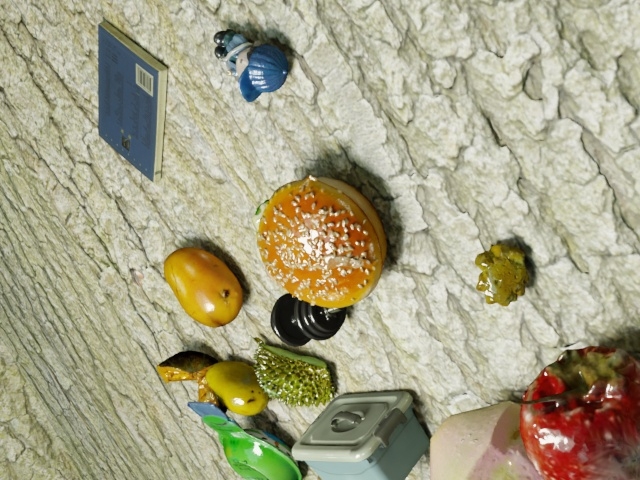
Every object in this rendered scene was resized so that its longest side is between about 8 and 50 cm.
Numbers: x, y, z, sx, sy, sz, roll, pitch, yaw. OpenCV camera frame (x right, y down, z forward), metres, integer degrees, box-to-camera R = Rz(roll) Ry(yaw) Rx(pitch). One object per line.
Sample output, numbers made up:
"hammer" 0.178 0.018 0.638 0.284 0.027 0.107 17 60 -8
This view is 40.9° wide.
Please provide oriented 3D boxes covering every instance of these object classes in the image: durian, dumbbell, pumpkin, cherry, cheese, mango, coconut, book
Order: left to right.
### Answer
"book" -0.372 -0.267 1.679 0.191 0.025 0.269 39 139 25
"mango" -0.242 0.087 1.704 0.219 0.112 0.145 32 138 37
"pumpkin" -0.260 0.309 1.882 0.183 0.107 0.119 48 150 -2
"mango" -0.174 0.301 1.781 0.161 0.103 0.076 26 141 35
"cheese" -0.154 0.434 1.811 0.203 0.083 0.320 -8 131 45
"durian" -0.070 0.270 1.656 0.220 0.095 0.137 19 127 48
"dumbbell" -0.023 0.132 1.500 0.208 0.099 0.099 -22 98 54
"coconut" 0.268 0.349 1.241 0.245 0.233 0.233 42 140 9
"cherry" 0.359 0.254 1.087 0.250 0.192 0.175 63 171 -6

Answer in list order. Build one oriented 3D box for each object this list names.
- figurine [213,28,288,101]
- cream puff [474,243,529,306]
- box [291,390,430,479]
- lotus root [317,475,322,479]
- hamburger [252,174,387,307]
"figurine" -0.112 -0.278 1.344 0.149 0.087 0.086 45 142 42
"cream puff" 0.248 0.046 1.178 0.083 0.083 0.058 47 -173 -3
"box" 0.072 0.351 1.503 0.227 0.162 0.130 -19 111 52
"lotus root" 0.051 0.471 1.639 0.081 0.112 0.122 -12 105 45
"hamburger" 0.002 0.004 1.346 0.236 0.147 0.237 26 133 31
